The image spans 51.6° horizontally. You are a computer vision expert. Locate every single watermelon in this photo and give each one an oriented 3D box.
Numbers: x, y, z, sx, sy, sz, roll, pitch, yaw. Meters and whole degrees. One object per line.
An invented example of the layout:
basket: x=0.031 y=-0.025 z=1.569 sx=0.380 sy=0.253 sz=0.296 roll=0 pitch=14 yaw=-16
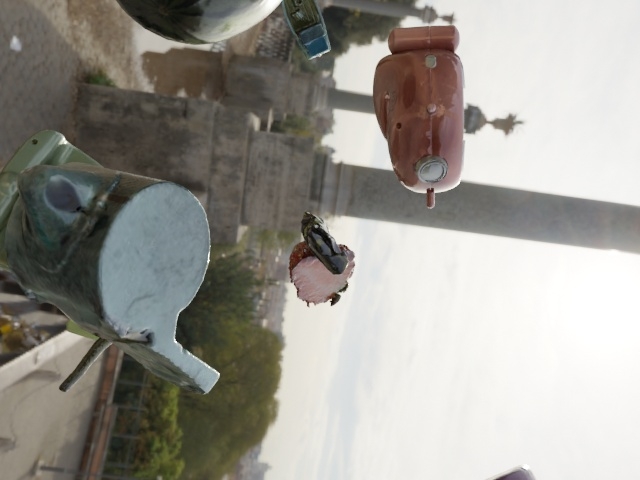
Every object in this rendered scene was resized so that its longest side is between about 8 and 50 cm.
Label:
watermelon: x=-0.148 y=-0.430 z=0.865 sx=0.279 sy=0.279 sz=0.359 roll=102 pitch=-4 yaw=-61

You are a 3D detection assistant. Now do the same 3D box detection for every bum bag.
bum bag: x=0.000 y=0.000 z=1.386 sx=0.106 sy=0.060 sz=0.232 roll=58 pitch=0 yaw=-18

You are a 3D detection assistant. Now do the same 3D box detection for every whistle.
whistle: x=-0.253 y=0.071 z=0.854 sx=0.188 sy=0.168 sz=0.404 roll=-40 pitch=134 yaw=-47

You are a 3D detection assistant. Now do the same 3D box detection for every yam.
yam: x=-0.378 y=0.173 z=1.180 sx=0.234 sy=0.027 sz=0.029 roll=-50 pitch=163 yaw=-26

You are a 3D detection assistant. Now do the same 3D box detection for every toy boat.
toy boat: x=-0.031 y=-0.431 z=1.282 sx=0.059 sy=0.069 sz=0.173 roll=-113 pitch=179 yaw=-62

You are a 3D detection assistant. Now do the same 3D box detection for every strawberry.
strawberry: x=-0.009 y=0.056 z=1.573 sx=0.107 sy=0.175 sz=0.236 roll=47 pitch=-14 yaw=35

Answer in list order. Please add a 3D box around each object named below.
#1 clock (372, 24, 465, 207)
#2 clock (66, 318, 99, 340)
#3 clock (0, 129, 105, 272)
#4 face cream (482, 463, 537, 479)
clock: x=0.155 y=-0.184 z=1.039 sx=0.227 sy=0.142 sz=0.241 roll=80 pitch=9 yaw=-48
clock: x=-0.451 y=0.036 z=1.488 sx=0.286 sy=0.117 sz=0.348 roll=-137 pitch=-115 yaw=-79
clock: x=-0.457 y=-0.028 z=1.248 sx=0.265 sy=0.324 sz=0.108 roll=-63 pitch=-168 yaw=-19
face cream: x=0.139 y=0.310 z=0.548 sx=0.175 sy=0.175 sz=0.194 roll=103 pitch=-33 yaw=-64
